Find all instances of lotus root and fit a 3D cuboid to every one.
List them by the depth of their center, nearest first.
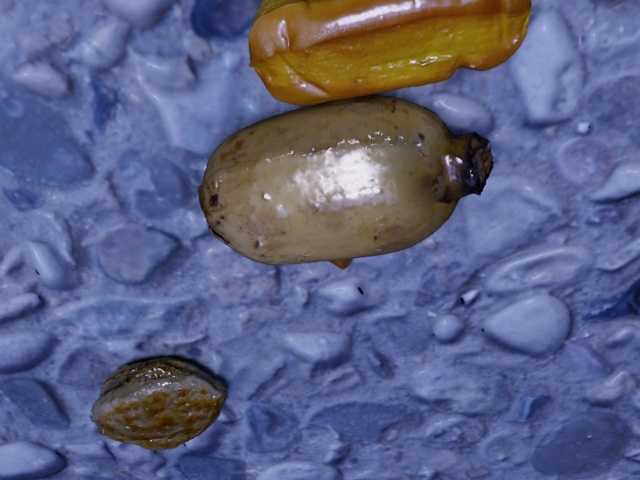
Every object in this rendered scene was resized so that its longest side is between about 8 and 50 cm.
[{"bbox_3d":[0.022,-0.058,0.655,0.284,0.146,0.160,-7,153,17],"label":"lotus root"}]

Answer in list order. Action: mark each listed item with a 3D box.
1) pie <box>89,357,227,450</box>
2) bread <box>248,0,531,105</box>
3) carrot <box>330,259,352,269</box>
[{"bbox_3d":[-0.220,0.226,0.927,0.194,0.079,0.163,-24,127,17],"label":"pie"},{"bbox_3d":[0.056,-0.186,0.591,0.246,0.094,0.102,-8,132,8],"label":"bread"},{"bbox_3d":[0.000,0.000,0.773,0.032,0.032,0.093,-34,124,25],"label":"carrot"}]
